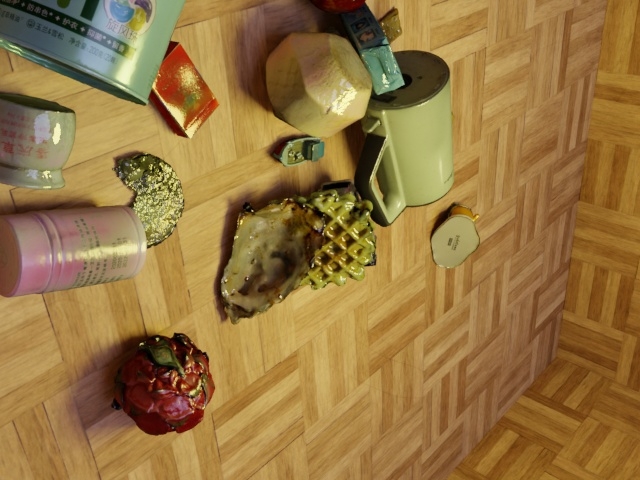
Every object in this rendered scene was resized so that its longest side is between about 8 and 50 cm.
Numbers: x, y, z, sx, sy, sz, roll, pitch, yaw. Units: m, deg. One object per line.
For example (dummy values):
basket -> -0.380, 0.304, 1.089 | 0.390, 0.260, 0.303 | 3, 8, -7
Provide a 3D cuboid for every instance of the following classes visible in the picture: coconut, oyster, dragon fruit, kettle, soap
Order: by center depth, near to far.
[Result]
dragon fruit -> -0.354, 0.340, 1.602 | 0.234, 0.234, 0.293 | -40, 165, -32
coconut -> -0.013, -0.355, 1.626 | 0.259, 0.259, 0.259 | -26, 127, -41
soap -> 0.115, -0.482, 1.695 | 0.077, 0.293, 0.156 | -25, 136, 7
oyster -> -0.121, 0.060, 1.750 | 0.096, 0.221, 0.361 | -78, -175, -72
kettle -> 0.212, -0.251, 1.872 | 0.361, 0.250, 0.377 | -54, 146, -29

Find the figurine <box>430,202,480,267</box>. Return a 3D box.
figurine -> 0.480, -0.034, 2.516 | 0.141, 0.166, 0.250 | -82, -170, -47

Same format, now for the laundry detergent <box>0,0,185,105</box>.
laundry detergent -> -0.359, -0.414, 1.120 | 0.287, 0.287, 0.305 | 20, 92, -53

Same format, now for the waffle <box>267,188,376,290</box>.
waffle -> 0.000, 0.000, 1.833 | 0.073, 0.297, 0.317 | -95, -176, -52

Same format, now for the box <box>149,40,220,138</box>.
box -> -0.294, -0.310, 1.447 | 0.112, 0.048, 0.175 | -54, 140, -20

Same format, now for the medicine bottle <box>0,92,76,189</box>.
medicine bottle -> -0.498, -0.167, 1.187 | 0.147, 0.147, 0.143 | -1, 110, -51

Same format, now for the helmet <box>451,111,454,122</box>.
helmet -> 0.328, -0.358, 2.121 | 0.257, 0.140, 0.205 | -49, 139, -20

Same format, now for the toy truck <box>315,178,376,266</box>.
toy truck -> 0.075, -0.054, 1.951 | 0.155, 0.124, 0.268 | -80, 157, -44

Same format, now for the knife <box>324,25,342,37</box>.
knife -> 0.073, -0.448, 1.836 | 0.073, 0.040, 0.265 | -54, 141, -12

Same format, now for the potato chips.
potato chips -> -0.372, -0.083, 1.488 | 0.202, 0.029, 0.220 | -25, 128, -43

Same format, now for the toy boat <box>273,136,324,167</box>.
toy boat -> -0.052, -0.226, 1.778 | 0.173, 0.059, 0.069 | -19, 122, -45

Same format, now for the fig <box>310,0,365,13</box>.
fig -> 0.009, -0.602, 1.606 | 0.207, 0.175, 0.175 | -20, 126, -13

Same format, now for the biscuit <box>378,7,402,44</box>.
biscuit -> 0.195, -0.588, 1.935 | 0.083, 0.018, 0.081 | -45, 138, -27

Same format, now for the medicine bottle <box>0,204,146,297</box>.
medicine bottle -> -0.473, 0.016, 1.306 | 0.254, 0.152, 0.152 | -8, 114, -48
